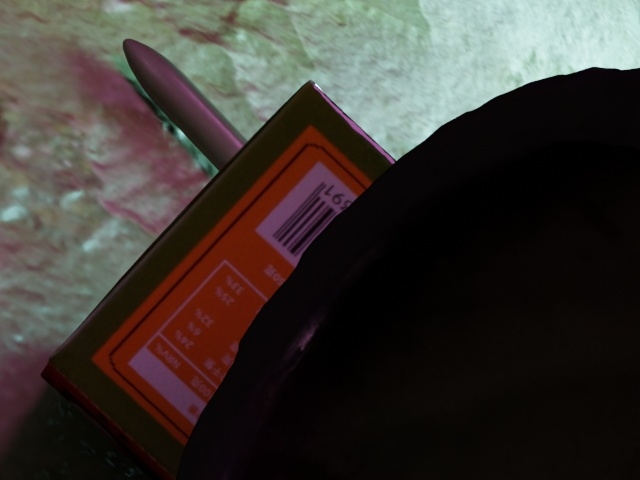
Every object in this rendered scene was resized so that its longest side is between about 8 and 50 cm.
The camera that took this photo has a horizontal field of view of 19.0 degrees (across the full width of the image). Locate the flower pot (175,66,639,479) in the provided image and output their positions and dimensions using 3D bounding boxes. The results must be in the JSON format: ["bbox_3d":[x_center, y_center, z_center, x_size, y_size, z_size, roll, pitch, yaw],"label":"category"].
[{"bbox_3d":[0.125,0.122,0.539,0.267,0.266,0.266,29,31,-30],"label":"flower pot"}]

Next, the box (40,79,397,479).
[{"bbox_3d":[0.013,0.061,0.738,0.195,0.148,0.177,43,-3,-3],"label":"box"}]

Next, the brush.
[{"bbox_3d":[0.000,0.000,0.972,0.299,0.039,0.042,48,-15,9],"label":"brush"}]
